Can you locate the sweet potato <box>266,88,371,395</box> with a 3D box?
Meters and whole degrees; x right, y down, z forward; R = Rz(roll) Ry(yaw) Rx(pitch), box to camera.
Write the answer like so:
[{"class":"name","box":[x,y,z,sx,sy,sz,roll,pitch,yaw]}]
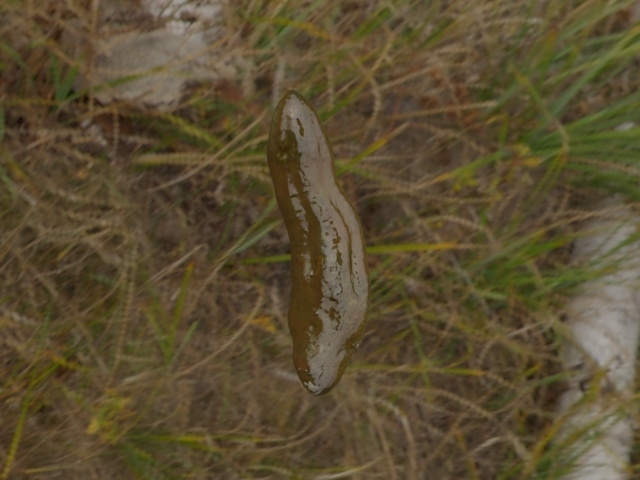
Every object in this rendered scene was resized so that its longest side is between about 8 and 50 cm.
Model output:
[{"class":"sweet potato","box":[0.000,-0.001,0.835,0.054,0.053,0.182,-8,98,0]}]
